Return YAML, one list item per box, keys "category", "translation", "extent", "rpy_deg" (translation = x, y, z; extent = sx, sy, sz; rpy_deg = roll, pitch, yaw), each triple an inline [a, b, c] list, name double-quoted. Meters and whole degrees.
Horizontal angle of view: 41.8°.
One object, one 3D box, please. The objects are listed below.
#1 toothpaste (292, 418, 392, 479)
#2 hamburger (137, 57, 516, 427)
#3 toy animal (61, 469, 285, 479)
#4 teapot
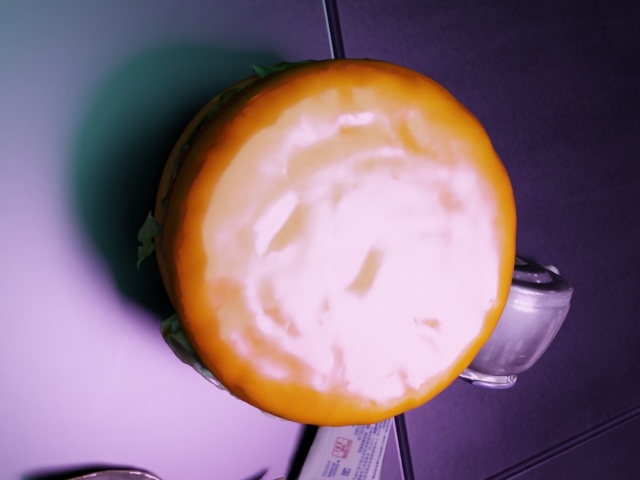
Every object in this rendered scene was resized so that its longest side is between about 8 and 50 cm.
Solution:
- category: "toothpaste"
  translation: [0.048, 0.082, 0.664]
  extent: [0.069, 0.047, 0.268]
  rpy_deg: [17, 88, -48]
- category: "hamburger"
  translation: [-0.001, -0.001, 0.557]
  extent: [0.246, 0.170, 0.246]
  rpy_deg: [-3, 100, -18]
- category: "toy animal"
  translation: [-0.073, 0.226, 0.582]
  extent: [0.155, 0.095, 0.219]
  rpy_deg: [-29, 109, -20]
- category: "teapot"
  translation: [0.141, 0.062, 0.700]
  extent: [0.111, 0.149, 0.108]
  rpy_deg: [17, 103, 8]
